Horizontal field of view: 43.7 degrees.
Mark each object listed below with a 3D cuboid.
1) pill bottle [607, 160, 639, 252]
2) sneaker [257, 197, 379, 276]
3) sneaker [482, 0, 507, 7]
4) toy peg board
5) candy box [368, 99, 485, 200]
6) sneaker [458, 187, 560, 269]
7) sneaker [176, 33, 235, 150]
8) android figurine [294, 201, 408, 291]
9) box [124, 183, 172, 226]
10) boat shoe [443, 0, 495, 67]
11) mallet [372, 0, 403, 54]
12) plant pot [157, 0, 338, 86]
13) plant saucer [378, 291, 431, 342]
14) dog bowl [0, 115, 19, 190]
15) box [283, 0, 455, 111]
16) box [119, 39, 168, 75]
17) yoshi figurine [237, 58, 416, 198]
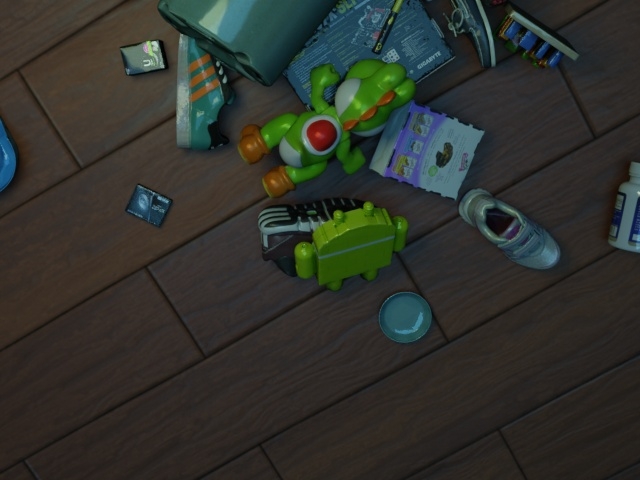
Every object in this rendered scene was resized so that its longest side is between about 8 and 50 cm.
[{"bbox_3d":[0.694,-0.072,1.720,0.112,0.112,0.186,8,102,-3],"label":"pill bottle"},{"bbox_3d":[0.000,0.000,1.742,0.282,0.106,0.162,-1,126,-11],"label":"sneaker"},{"bbox_3d":[0.385,-0.579,1.604,0.125,0.104,0.262,41,74,-1],"label":"sneaker"},{"bbox_3d":[0.428,-0.405,1.629,0.161,0.160,0.079,31,115,-7],"label":"toy peg board"},{"bbox_3d":[0.223,-0.191,1.671,0.196,0.070,0.164,16,101,-29],"label":"candy box"},{"bbox_3d":[0.415,-0.013,1.726,0.252,0.111,0.103,31,99,-8],"label":"sneaker"},{"bbox_3d":[-0.236,-0.338,1.653,0.121,0.108,0.302,2,105,-9],"label":"sneaker"},{"bbox_3d":[0.067,0.012,1.660,0.248,0.272,0.056,-17,59,-7],"label":"android figurine"},{"bbox_3d":[-0.375,-0.077,1.742,0.083,0.018,0.067,27,100,-6],"label":"box"},{"bbox_3d":[0.294,-0.469,1.636,0.079,0.095,0.254,-19,99,4],"label":"boat shoe"},{"bbox_3d":[0.143,-0.467,1.589,0.062,0.039,0.189,31,103,-8],"label":"mallet"},{"bbox_3d":[-0.108,-0.491,1.473,0.341,0.341,0.334,34,91,-8],"label":"plant pot"},{"bbox_3d":[0.191,0.171,1.805,0.120,0.021,0.119,0,102,-1],"label":"plant saucer"},{"bbox_3d":[-0.745,-0.234,1.673,0.166,0.074,0.297,-25,102,4],"label":"dog bowl"},{"bbox_3d":[0.078,-0.398,1.657,0.322,0.079,0.257,-34,99,6],"label":"box"},{"bbox_3d":[-0.367,-0.380,1.661,0.083,0.052,0.062,-10,101,1],"label":"box"},{"bbox_3d":[0.026,-0.242,1.591,0.362,0.204,0.202,-29,61,19],"label":"yoshi figurine"}]
